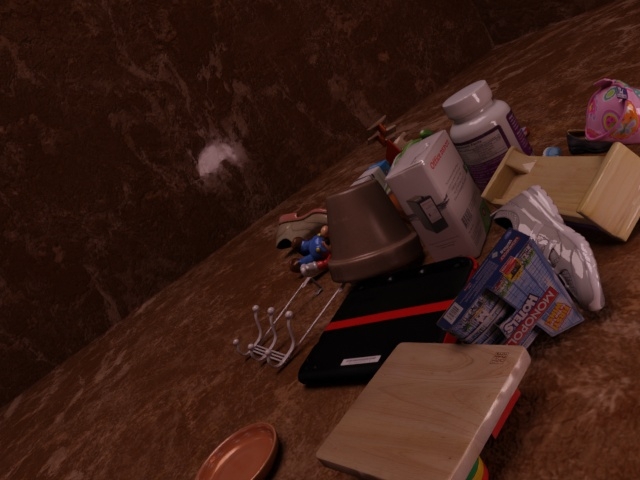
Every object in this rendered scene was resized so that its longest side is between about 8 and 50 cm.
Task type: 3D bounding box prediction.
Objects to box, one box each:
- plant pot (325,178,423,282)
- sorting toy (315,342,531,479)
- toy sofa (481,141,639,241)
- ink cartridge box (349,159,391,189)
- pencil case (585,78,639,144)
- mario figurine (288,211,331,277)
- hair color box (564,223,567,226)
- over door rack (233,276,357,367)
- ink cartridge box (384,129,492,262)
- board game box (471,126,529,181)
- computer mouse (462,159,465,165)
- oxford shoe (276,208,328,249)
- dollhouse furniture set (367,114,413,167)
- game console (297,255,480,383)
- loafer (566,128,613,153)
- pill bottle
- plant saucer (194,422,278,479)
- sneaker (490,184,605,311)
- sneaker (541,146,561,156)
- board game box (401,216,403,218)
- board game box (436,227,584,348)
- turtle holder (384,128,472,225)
[{"bbox_3d":[0.116,-0.035,1.474,0.263,0.229,0.263,-21,7,3],"label":"plant pot"},{"bbox_3d":[0.164,0.276,0.819,0.255,0.089,0.257,-44,19,-33],"label":"sorting toy"},{"bbox_3d":[0.527,-0.097,1.156,0.150,0.177,0.362,-60,17,0],"label":"toy sofa"},{"bbox_3d":[0.180,-0.152,1.839,0.203,0.148,0.086,-45,19,-32],"label":"ink cartridge box"},{"bbox_3d":[0.648,-0.227,1.030,0.284,0.124,0.124,8,12,-9],"label":"pencil case"},{"bbox_3d":[0.000,0.000,1.797,0.170,0.198,0.320,-19,-5,-45],"label":"mario figurine"},{"bbox_3d":[0.421,0.039,1.076,0.167,0.053,0.093,-29,17,24],"label":"hair color box"},{"bbox_3d":[-0.080,0.200,1.509,0.324,0.108,0.239,-41,18,-24],"label":"over door rack"},{"bbox_3d":[0.298,-0.104,1.339,0.115,0.273,0.198,-21,20,38],"label":"ink cartridge box"},{"bbox_3d":[0.566,-0.275,1.773,0.145,0.027,0.281,-14,26,49],"label":"board game box"},{"bbox_3d":[0.421,-0.218,1.855,0.242,0.041,0.071,-28,10,30],"label":"computer mouse"},{"bbox_3d":[-0.025,-0.029,2.120,0.397,0.140,0.146,-8,61,49],"label":"oxford shoe"},{"bbox_3d":[0.277,-0.294,2.055,0.135,0.262,0.259,-38,-18,-8],"label":"dollhouse furniture set"},{"bbox_3d":[0.158,0.181,1.204,0.387,0.060,0.342,-19,25,43],"label":"game console"},{"bbox_3d":[0.702,-0.263,1.398,0.062,0.061,0.170,-39,17,-20],"label":"loafer"},{"bbox_3d":[0.453,-0.265,1.458,0.169,0.301,0.169,-31,16,10],"label":"pill bottle"},{"bbox_3d":[-0.161,0.445,1.066,0.200,0.037,0.200,-32,15,10],"label":"plant saucer"},{"bbox_3d":[0.398,0.025,0.963,0.115,0.105,0.281,-27,39,10],"label":"sneaker"},{"bbox_3d":[0.610,-0.191,1.406,0.073,0.063,0.162,-2,36,32],"label":"sneaker"},{"bbox_3d":[0.305,-0.123,1.831,0.259,0.039,0.124,-23,19,28],"label":"board game box"},{"bbox_3d":[0.320,0.113,0.874,0.194,0.194,0.060,-54,23,4],"label":"board game box"},{"bbox_3d":[0.304,-0.183,1.616,0.227,0.243,0.320,-50,27,43],"label":"turtle holder"}]
